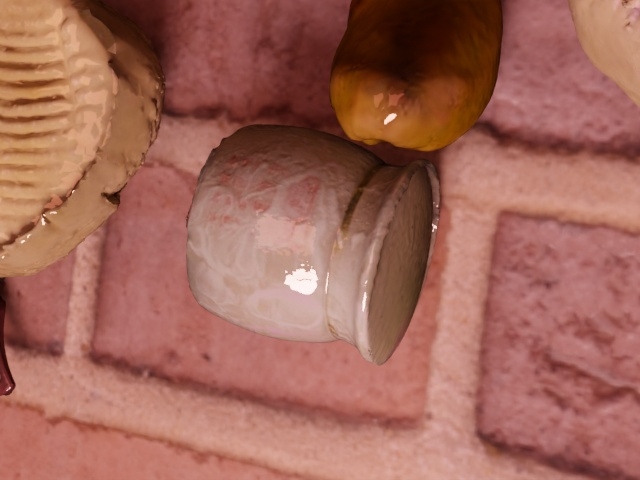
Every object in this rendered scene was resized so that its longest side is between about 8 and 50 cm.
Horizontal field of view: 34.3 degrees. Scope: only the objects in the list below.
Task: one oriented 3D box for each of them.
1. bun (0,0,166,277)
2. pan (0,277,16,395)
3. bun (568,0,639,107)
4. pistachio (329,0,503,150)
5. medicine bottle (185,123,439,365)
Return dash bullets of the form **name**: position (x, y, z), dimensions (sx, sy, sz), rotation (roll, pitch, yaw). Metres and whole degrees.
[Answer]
- **bun**: position (-0.241, -0.096, 0.810), dimensions (0.259, 0.152, 0.259), rotation (-1, 88, 17)
- **pan**: position (-0.287, 0.033, 0.890), dimensions (0.115, 0.040, 0.212), rotation (-29, 72, 20)
- **bun**: position (0.270, -0.172, 0.594), dimensions (0.273, 0.168, 0.272), rotation (-7, 76, 28)
- **pistachio**: position (0.068, -0.126, 0.706), dimensions (0.110, 0.189, 0.100), rotation (21, 143, -9)
- **medicine bottle**: position (0.000, 0.000, 0.713), dimensions (0.143, 0.147, 0.147), rotation (15, 96, 18)
